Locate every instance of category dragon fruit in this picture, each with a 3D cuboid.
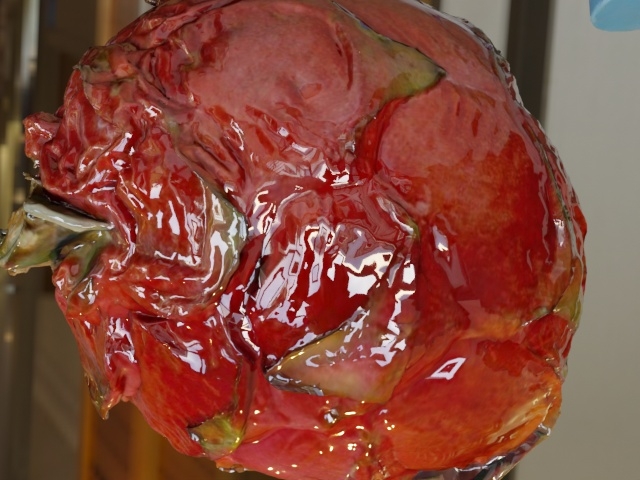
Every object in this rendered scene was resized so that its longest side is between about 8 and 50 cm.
[{"bbox_3d":[0.000,0.000,1.043,0.342,0.277,0.277,11,-174,-24],"label":"dragon fruit"}]

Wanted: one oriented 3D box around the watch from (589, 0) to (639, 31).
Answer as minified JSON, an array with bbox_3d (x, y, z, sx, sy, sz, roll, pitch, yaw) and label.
[{"bbox_3d":[0.229,-0.067,0.783,0.211,0.193,0.211,-13,170,-2],"label":"watch"}]
